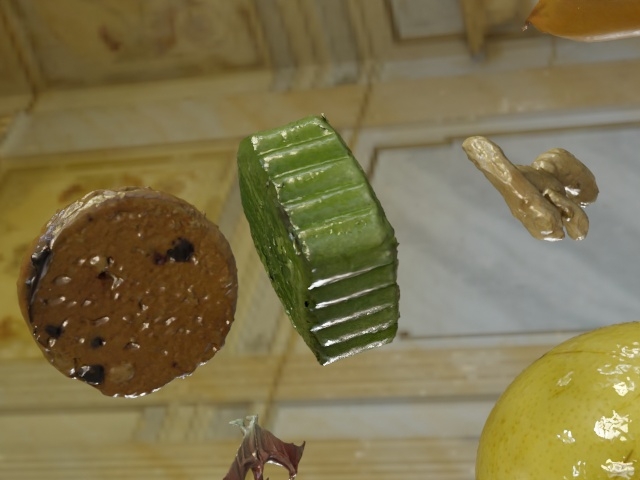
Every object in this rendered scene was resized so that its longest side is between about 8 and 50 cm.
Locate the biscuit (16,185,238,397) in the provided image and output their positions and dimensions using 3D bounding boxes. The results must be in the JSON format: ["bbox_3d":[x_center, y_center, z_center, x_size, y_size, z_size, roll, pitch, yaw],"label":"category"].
[{"bbox_3d":[-0.242,0.061,1.944,0.075,0.296,0.295,-125,18,-59],"label":"biscuit"}]

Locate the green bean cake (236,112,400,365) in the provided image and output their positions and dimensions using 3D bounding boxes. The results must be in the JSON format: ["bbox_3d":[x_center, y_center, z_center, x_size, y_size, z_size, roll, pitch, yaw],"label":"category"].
[{"bbox_3d":[0.000,0.000,1.566,0.214,0.113,0.200,87,159,-54],"label":"green bean cake"}]

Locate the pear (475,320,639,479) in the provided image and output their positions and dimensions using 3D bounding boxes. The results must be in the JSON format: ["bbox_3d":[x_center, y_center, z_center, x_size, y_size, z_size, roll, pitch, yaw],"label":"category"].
[{"bbox_3d":[0.342,0.256,1.639,0.348,0.348,0.348,-4,-90,-72],"label":"pear"}]

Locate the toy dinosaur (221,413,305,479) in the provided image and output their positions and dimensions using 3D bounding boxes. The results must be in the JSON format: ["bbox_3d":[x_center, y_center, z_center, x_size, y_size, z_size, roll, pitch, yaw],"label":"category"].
[{"bbox_3d":[-0.077,0.262,1.825,0.220,0.032,0.108,-13,-92,-56],"label":"toy dinosaur"}]

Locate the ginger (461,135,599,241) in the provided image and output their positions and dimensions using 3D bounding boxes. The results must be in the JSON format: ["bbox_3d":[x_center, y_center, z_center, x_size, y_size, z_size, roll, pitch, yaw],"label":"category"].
[{"bbox_3d":[0.272,-0.053,1.829,0.259,0.065,0.149,9,-134,-53],"label":"ginger"}]

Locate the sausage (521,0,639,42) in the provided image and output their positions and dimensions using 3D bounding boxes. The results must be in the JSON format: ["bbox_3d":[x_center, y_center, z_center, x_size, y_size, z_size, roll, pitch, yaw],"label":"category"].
[{"bbox_3d":[0.388,-0.309,1.939,0.112,0.328,0.112,4,-95,-51],"label":"sausage"}]
